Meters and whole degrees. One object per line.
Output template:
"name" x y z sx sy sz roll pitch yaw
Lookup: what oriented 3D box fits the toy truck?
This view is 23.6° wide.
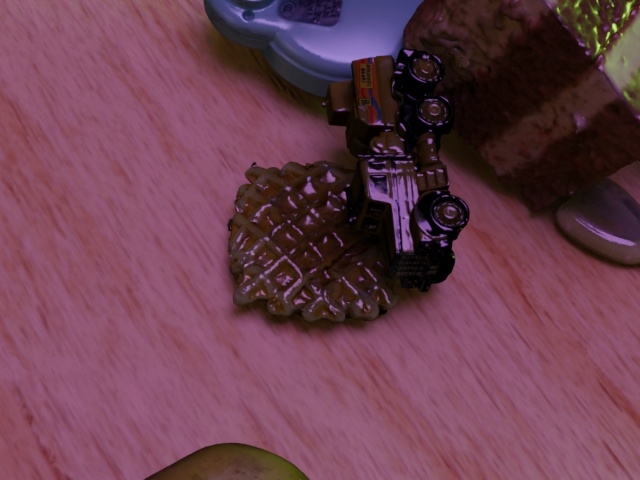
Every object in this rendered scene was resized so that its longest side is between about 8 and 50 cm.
"toy truck" 0.083 -0.078 1.659 0.127 0.127 0.257 -4 61 -13

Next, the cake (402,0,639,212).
"cake" 0.275 -0.228 1.726 0.290 0.256 0.282 44 56 -8

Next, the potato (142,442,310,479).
"potato" -0.109 0.294 1.401 0.197 0.148 0.228 29 56 -7

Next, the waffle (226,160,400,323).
"waffle" 0.000 0.000 1.682 0.208 0.054 0.214 9 55 -12

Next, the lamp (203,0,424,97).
"lamp" 0.002 -0.269 1.810 0.284 0.147 0.209 22 56 -17

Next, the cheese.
"cheese" 0.365 0.004 1.766 0.192 0.037 0.097 39 59 15
